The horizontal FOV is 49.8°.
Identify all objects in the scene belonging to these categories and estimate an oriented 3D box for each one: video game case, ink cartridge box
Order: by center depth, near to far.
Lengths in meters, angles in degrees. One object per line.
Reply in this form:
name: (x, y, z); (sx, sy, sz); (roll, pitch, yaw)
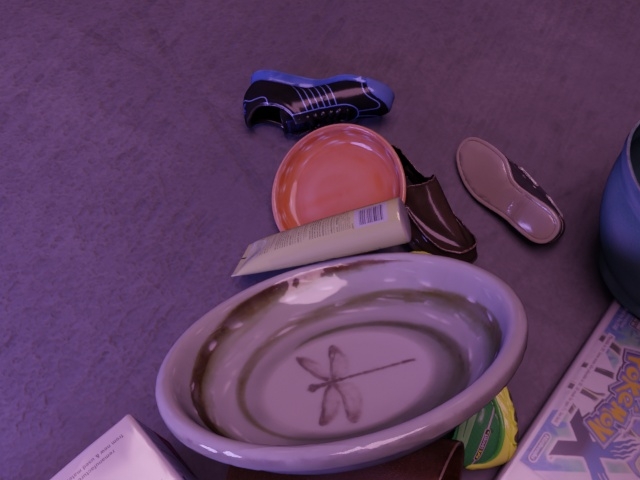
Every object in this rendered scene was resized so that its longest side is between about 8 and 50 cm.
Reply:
ink cartridge box: (-0.138, 0.340, 0.717); (0.117, 0.207, 0.283); (-40, 72, -17)
video game case: (0.425, 0.272, 0.860); (0.300, 0.036, 0.329); (36, 68, 15)

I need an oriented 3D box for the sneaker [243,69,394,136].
sneaker: (-0.005, -0.203, 1.066); (0.232, 0.081, 0.090); (6, 66, 9)

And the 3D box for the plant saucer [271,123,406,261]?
plant saucer: (0.028, -0.065, 0.979); (0.200, 0.037, 0.200); (-3, 81, 21)

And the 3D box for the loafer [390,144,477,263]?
loafer: (0.142, -0.052, 0.980); (0.080, 0.078, 0.220); (-30, 66, -34)

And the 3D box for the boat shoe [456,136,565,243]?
boat shoe: (0.283, -0.074, 1.028); (0.065, 0.075, 0.206); (-1, 46, -51)

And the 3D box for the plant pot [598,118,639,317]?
plant pot: (0.488, -0.004, 0.892); (0.293, 0.196, 0.293); (6, 52, -8)

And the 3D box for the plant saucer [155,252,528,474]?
plant saucer: (0.026, 0.140, 0.762); (0.400, 0.100, 0.400); (-12, 22, 5)

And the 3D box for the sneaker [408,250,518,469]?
sneaker: (0.150, 0.144, 0.877); (0.123, 0.109, 0.295); (-14, 64, -9)

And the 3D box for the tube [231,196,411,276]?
tube: (0.000, 0.000, 0.925); (0.240, 0.070, 0.062); (-14, 73, 16)

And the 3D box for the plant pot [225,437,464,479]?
plant pot: (0.017, 0.293, 0.764); (0.230, 0.215, 0.215); (13, 63, 22)
